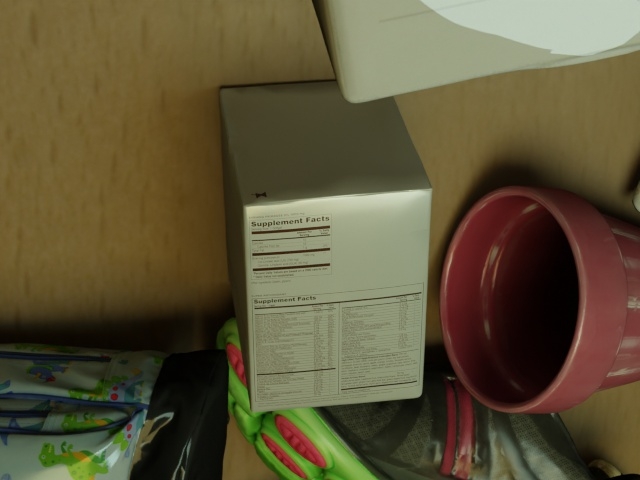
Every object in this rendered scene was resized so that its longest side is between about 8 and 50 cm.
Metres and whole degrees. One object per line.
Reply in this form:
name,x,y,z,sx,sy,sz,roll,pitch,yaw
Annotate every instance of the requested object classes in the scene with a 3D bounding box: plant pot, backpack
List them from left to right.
backpack,-0.284,0.222,1.303,0.355,0.273,0.290,14,113,12
plant pot,0.235,0.055,1.320,0.180,0.201,0.201,3,124,-31

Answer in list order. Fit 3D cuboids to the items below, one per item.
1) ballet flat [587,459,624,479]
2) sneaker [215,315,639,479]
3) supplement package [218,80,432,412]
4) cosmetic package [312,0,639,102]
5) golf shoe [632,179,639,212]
ballet flat,0.330,0.282,1.571,0.173,0.057,0.049,50,63,-33
sneaker,0.109,0.192,1.413,0.483,0.185,0.202,33,69,-15
supplement package,0.000,0.000,1.230,0.149,0.194,0.203,-5,124,-7
cosmetic package,0.121,-0.354,0.939,0.329,0.327,0.394,-11,123,-2
golf shoe,0.376,-0.028,1.357,0.198,0.077,0.094,27,126,-17
